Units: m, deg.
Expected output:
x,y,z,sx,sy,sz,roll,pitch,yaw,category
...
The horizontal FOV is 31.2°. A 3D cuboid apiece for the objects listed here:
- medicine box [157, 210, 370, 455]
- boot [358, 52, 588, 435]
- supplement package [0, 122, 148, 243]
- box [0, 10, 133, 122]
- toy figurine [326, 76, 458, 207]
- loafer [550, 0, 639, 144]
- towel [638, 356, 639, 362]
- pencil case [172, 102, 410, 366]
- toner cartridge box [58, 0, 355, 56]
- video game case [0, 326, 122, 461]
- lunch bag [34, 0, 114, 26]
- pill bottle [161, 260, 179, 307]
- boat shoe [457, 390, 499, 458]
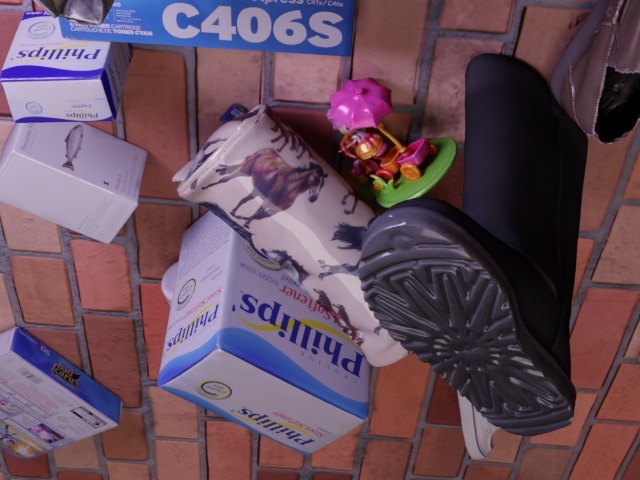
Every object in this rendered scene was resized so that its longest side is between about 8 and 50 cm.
x,y,z,sx,sy,sz,roll,pitch,yaw,category
-0.068,0.116,1.636,0.263,0.289,0.149,30,133,-27,medicine box
0.193,-0.059,1.308,0.146,0.445,0.367,-10,136,29,boot
-0.342,-0.092,1.559,0.179,0.105,0.105,23,136,-22,supplement package
-0.306,-0.213,1.392,0.126,0.137,0.072,-1,138,5,box
0.067,-0.140,1.497,0.173,0.130,0.159,-9,129,51,toy figurine
0.385,-0.246,1.297,0.134,0.130,0.366,-4,144,-15,loafer
0.720,0.254,1.921,0.317,0.053,0.332,-12,136,19,towel
0.000,0.000,1.525,0.410,0.160,0.183,43,158,-17,pencil case
-0.130,-0.307,1.321,0.348,0.075,0.165,3,138,0,toner cartridge box
-0.532,0.277,2.026,0.244,0.061,0.269,-23,132,26,video game case
-0.238,-0.376,1.093,0.169,0.235,0.287,12,156,15,lunch bag
-0.184,0.107,1.788,0.087,0.087,0.160,-6,138,11,pill bottle
0.286,0.292,1.961,0.084,0.095,0.258,-2,140,13,boat shoe
